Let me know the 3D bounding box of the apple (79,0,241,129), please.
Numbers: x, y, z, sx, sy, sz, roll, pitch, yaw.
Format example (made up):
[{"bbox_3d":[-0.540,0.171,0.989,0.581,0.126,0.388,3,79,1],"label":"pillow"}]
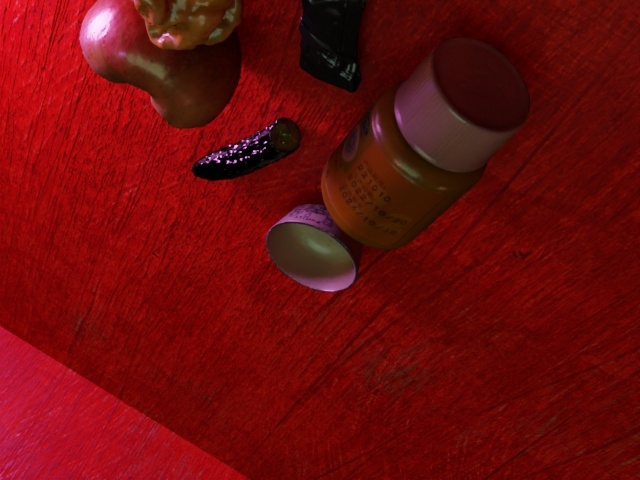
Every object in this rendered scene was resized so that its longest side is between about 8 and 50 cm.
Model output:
[{"bbox_3d":[-0.255,-0.359,1.695,0.293,0.251,0.163,34,139,-16],"label":"apple"}]

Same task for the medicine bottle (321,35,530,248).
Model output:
[{"bbox_3d":[0.172,-0.160,1.646,0.224,0.224,0.384,35,143,-7],"label":"medicine bottle"}]

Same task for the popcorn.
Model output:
[{"bbox_3d":[-0.233,-0.454,1.496,0.281,0.297,0.316,-19,144,5],"label":"popcorn"}]

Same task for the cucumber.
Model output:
[{"bbox_3d":[-0.159,-0.173,1.976,0.303,0.072,0.081,-19,124,46],"label":"cucumber"}]

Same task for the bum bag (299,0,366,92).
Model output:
[{"bbox_3d":[0.021,-0.358,1.656,0.123,0.060,0.248,23,144,11],"label":"bum bag"}]

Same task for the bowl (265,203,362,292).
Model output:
[{"bbox_3d":[0.000,0.000,2.037,0.211,0.112,0.211,18,142,15],"label":"bowl"}]
